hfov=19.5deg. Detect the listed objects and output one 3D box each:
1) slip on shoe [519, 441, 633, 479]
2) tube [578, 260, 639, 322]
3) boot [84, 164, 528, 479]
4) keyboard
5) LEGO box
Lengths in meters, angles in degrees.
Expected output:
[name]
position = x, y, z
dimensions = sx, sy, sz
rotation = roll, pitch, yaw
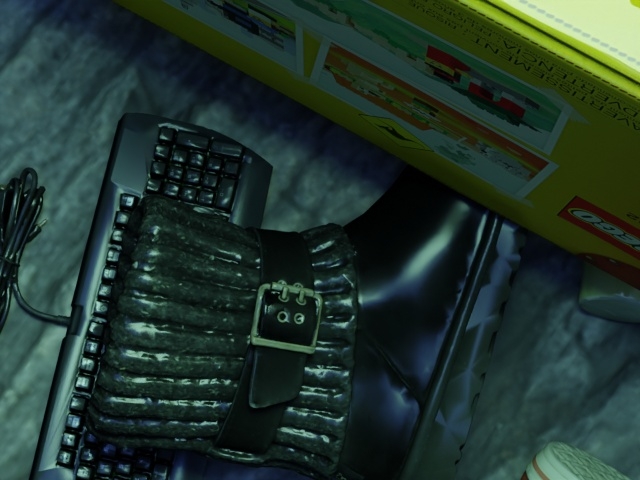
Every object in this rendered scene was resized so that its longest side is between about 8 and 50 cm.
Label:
[slip on shoe]
position = 0.260, 0.266, 1.237
dimensions = 0.331, 0.123, 0.101
rotation = 35, 104, 8
[tube]
position = 0.231, -0.063, 1.329
dimensions = 0.070, 0.062, 0.240
rotation = 24, 70, -35
[boot]
position = 0.000, 0.000, 1.267
dimensions = 0.260, 0.131, 0.348
rotation = 17, 79, -2
[keyboard]
position = -0.161, 0.061, 1.325
dimensions = 0.201, 0.033, 0.317
rotation = 11, 78, 4
[LEGO box]
position = 0.056, -0.187, 1.049
dimensions = 0.500, 0.372, 0.193
rotation = 29, 81, 2
